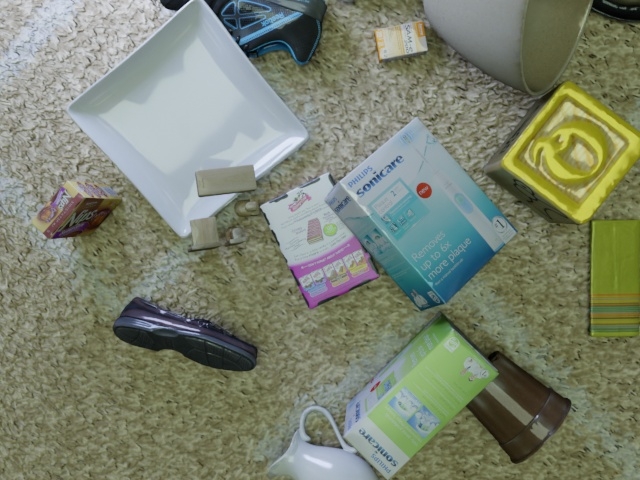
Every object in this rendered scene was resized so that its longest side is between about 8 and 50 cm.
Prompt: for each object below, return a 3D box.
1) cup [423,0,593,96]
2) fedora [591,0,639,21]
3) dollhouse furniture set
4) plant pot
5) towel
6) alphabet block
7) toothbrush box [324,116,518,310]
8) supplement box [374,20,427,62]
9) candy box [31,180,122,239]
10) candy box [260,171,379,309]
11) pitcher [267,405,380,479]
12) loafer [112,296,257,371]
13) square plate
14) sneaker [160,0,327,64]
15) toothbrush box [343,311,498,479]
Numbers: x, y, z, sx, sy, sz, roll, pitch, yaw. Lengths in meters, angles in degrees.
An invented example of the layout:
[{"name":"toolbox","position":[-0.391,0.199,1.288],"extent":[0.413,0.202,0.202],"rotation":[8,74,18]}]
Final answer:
[{"name":"cup","position":[0.329,-0.451,1.206],"extent":[0.237,0.331,0.331],"rotation":[23,95,31]},{"name":"fedora","position":[0.618,-0.590,1.234],"extent":[0.334,0.152,0.334],"rotation":[0,93,5]},{"name":"dollhouse furniture set","position":[-0.204,-0.062,1.348],"extent":[0.144,0.123,0.151],"rotation":[-8,88,-15]},{"name":"plant pot","position":[0.369,0.316,1.302],"extent":[0.165,0.167,0.167],"rotation":[42,95,10]},{"name":"towel","position":[0.591,0.076,1.337],"extent":[0.102,0.021,0.237],"rotation":[0,92,-1]},{"name":"alphabet block","position":[0.448,-0.156,1.245],"extent":[0.192,0.197,0.193],"rotation":[36,95,1]},{"name":"toothbrush box","position":[0.189,-0.048,1.272],"extent":[0.216,0.126,0.295],"rotation":[-40,88,-19]},{"name":"supplement box","position":[0.161,-0.399,1.334],"extent":[0.098,0.036,0.062],"rotation":[-10,93,4]},{"name":"candy box","position":[-0.480,-0.061,1.323],"extent":[0.053,0.187,0.109],"rotation":[43,95,1]},{"name":"candy box","position":[0.000,0.000,1.349],"extent":[0.159,0.071,0.233],"rotation":[-25,91,5]},{"name":"pitcher","position":[0.023,0.453,1.355],"extent":[0.207,0.125,0.178],"rotation":[26,79,14]},{"name":"loafer","position":[-0.268,0.185,1.367],"extent":[0.302,0.109,0.095],"rotation":[14,50,2]},{"name":"square plate","position":[-0.259,-0.236,1.331],"extent":[0.344,0.049,0.347],"rotation":[-38,106,6]},{"name":"sneaker","position":[-0.164,-0.440,1.314],"extent":[0.341,0.125,0.139],"rotation":[11,98,5]},{"name":"toothbrush box","position":[0.185,0.289,1.282],"extent":[0.122,0.206,0.283],"rotation":[43,96,1]}]
